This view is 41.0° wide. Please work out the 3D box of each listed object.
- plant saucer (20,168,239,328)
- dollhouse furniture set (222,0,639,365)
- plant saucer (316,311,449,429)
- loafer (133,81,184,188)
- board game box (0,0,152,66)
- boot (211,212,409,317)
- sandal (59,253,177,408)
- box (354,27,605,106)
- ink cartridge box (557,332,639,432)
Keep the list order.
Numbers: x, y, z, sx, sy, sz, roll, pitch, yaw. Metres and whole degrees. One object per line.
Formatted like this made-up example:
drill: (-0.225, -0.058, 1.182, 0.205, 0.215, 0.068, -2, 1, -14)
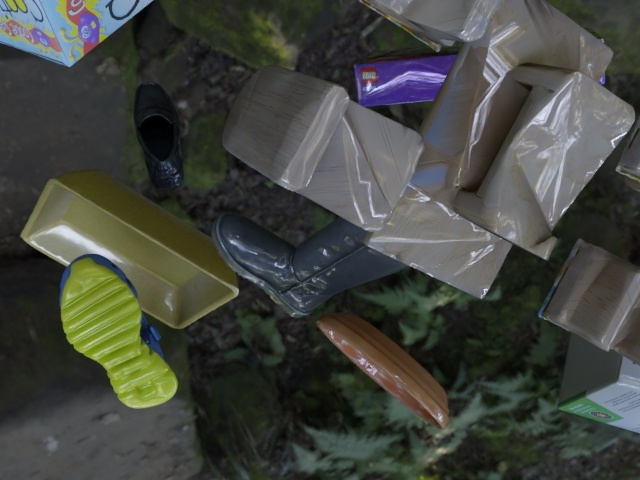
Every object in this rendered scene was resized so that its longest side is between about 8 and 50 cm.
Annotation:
plant saucer: (-0.314, 0.009, 1.432, 0.333, 0.333, 0.081, -31, -150, 59)
dollhouse furniture set: (0.156, -0.160, 0.674, 0.362, 0.256, 0.394, 25, 95, -27)
plant saucer: (0.080, 0.150, 1.032, 0.037, 0.200, 0.200, -50, 158, -9)
loafer: (-0.266, -0.186, 1.408, 0.076, 0.223, 0.078, -11, 146, -10)
board game box: (-0.232, -0.327, 0.876, 0.275, 0.144, 0.142, -50, 147, -29)
boot: (0.000, -0.002, 1.010, 0.189, 0.076, 0.208, 40, 134, -24)
sandal: (-0.335, 0.136, 1.391, 0.126, 0.138, 0.317, -18, 133, -6)
box: (0.205, -0.226, 1.102, 0.293, 0.057, 0.201, -3, -164, 14)
ink cartridge box: (0.461, 0.172, 1.018, 0.289, 0.121, 0.211, 16, 160, 1)
